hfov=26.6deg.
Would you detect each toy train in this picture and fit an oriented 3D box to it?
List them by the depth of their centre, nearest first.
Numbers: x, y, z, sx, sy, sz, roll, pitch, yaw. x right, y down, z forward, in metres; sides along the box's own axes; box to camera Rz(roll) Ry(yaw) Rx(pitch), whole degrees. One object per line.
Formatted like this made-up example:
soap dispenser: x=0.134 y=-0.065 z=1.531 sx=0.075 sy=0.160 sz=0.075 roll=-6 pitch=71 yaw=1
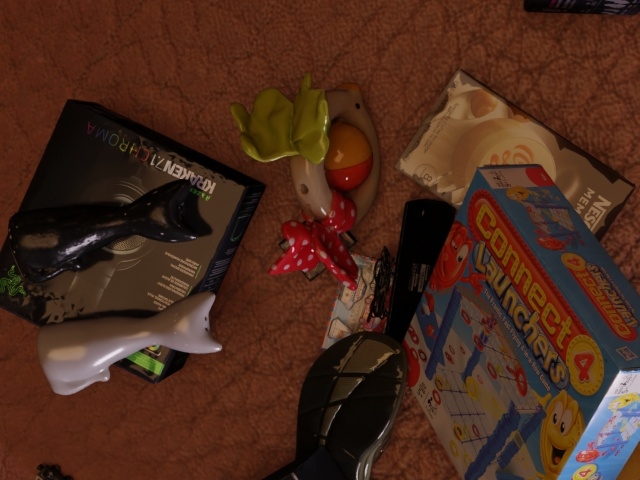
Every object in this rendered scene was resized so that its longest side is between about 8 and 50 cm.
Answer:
toy train: x=-0.303 y=0.343 z=1.727 sx=0.158 sy=0.027 sz=0.036 roll=40 pitch=108 yaw=3

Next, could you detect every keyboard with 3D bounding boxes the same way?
keyboard: x=0.104 y=0.042 z=1.646 sx=0.100 sy=0.038 sz=0.192 roll=8 pitch=91 yaw=-29

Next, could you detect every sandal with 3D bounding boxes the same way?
sandal: x=0.031 y=0.240 z=1.651 sx=0.120 sy=0.086 sz=0.303 roll=24 pitch=114 yaw=20

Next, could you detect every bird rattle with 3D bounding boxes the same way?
bird rattle: x=0.016 y=-0.078 z=1.575 sx=0.143 sy=0.207 sz=0.253 roll=-10 pitch=111 yaw=39

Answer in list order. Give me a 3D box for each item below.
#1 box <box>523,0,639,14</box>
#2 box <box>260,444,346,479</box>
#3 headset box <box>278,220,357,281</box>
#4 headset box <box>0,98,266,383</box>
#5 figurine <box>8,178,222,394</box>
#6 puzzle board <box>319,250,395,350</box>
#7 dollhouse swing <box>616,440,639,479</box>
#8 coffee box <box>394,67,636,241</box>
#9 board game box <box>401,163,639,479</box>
box: x=0.305 y=-0.388 z=1.535 sx=0.142 sy=0.163 sz=0.247 roll=1 pitch=93 yaw=6
box: x=-0.062 y=0.391 z=1.624 sx=0.261 sy=0.103 sz=0.184 roll=-33 pitch=91 yaw=26
headset box: x=0.000 y=0.000 z=1.663 sx=0.083 sy=0.032 sz=0.062 roll=-42 pitch=88 yaw=7
headset box: x=-0.241 y=0.007 z=1.647 sx=0.246 sy=0.131 sz=0.283 roll=27 pitch=97 yaw=6
figurine: x=-0.226 y=0.050 z=1.541 sx=0.209 sy=0.092 sz=0.215 roll=-13 pitch=92 yaw=5
puzzle board: x=0.062 y=0.088 z=1.671 sx=0.096 sy=0.011 sz=0.128 roll=17 pitch=95 yaw=6
dollhouse swing: x=0.394 y=0.330 z=1.553 sx=0.315 sy=0.305 sz=0.347 roll=27 pitch=71 yaw=-36
coffee box: x=0.229 y=-0.077 z=1.594 sx=0.246 sy=0.098 sz=0.141 roll=33 pitch=98 yaw=5
board game box: x=0.220 y=0.129 z=1.457 sx=0.086 sy=0.308 sz=0.302 roll=-4 pitch=133 yaw=-27
